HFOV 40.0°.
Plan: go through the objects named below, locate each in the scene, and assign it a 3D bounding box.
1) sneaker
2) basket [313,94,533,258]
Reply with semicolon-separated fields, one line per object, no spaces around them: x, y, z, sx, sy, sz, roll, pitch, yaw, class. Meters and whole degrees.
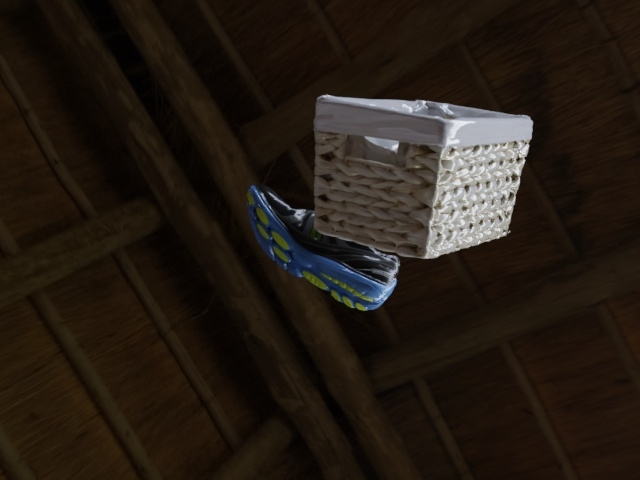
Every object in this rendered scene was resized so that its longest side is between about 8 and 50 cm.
0.000;0.000;0.919;0.188;0.067;0.078;33;-122;17;sneaker
0.078;-0.053;0.683;0.113;0.167;0.103;15;-76;32;basket
